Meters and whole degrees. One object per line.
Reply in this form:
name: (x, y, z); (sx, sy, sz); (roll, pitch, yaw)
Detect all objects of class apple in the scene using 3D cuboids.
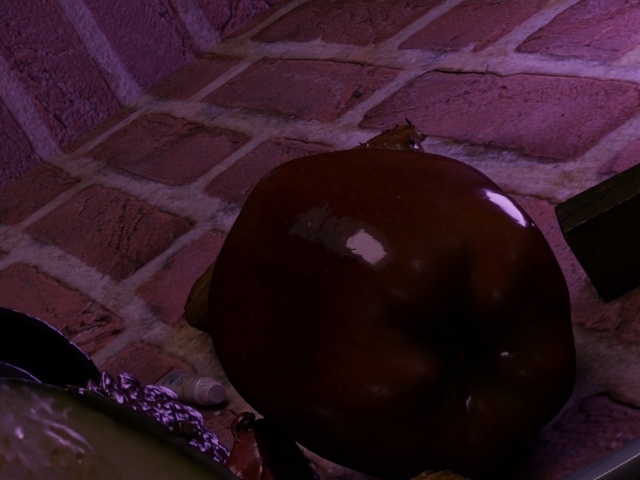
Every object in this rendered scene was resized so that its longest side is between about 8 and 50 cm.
apple: (0.062, 0.062, 1.503); (0.288, 0.288, 0.317); (-35, 25, -13)

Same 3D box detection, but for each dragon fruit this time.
dragon fruit: (-0.049, 0.210, 1.542); (0.068, 0.126, 0.112); (-36, -27, 15)

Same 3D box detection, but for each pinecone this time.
pinecone: (-0.176, 0.223, 1.599); (0.207, 0.208, 0.208); (-28, 18, 10)

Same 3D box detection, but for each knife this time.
knife: (0.223, 0.169, 1.350); (0.162, 0.023, 0.044); (-30, 13, 5)

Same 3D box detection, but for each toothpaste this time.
toothpaste: (-0.150, 0.161, 1.986); (0.048, 0.031, 0.190); (-41, 17, -19)

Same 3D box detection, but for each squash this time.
squash: (-0.165, 0.224, 1.368); (0.210, 0.309, 0.234); (-20, 21, 32)

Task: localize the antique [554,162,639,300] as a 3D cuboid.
antique: (0.330, -0.039, 1.637); (0.221, 0.081, 0.080); (-28, 18, 11)

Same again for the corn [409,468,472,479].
corn: (0.059, 0.250, 1.311); (0.080, 0.080, 0.238); (-18, 22, 37)

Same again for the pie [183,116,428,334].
pie: (0.000, 0.000, 2.051); (0.354, 0.103, 0.288); (-38, 18, -6)

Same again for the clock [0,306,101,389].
clock: (-0.331, 0.218, 1.660); (0.319, 0.319, 0.066); (-40, 13, -24)
